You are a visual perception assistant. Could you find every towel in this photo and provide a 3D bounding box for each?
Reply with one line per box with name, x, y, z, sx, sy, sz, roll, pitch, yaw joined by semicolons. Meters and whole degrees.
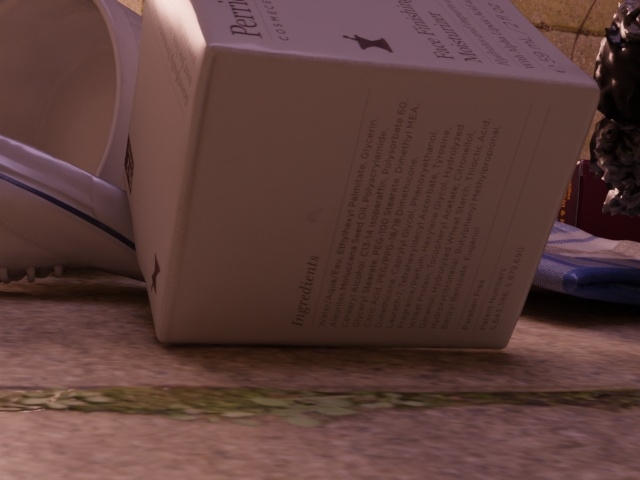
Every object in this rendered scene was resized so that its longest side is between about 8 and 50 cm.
towel;0.141;-0.005;0.813;0.209;0.034;0.285;7;11;-39

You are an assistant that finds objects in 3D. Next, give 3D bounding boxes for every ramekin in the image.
ramekin;-0.181;-0.081;0.787;0.207;0.207;0.109;7;-3;34

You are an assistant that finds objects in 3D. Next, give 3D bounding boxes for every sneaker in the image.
sneaker;-0.187;-0.012;0.631;0.258;0.091;0.094;25;-6;-14

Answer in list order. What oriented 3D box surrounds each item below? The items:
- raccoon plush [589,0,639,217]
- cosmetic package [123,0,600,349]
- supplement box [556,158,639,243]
raccoon plush;0.368;-0.133;0.667;0.299;0.446;0.216;21;-7;39
cosmetic package;0.007;-0.049;0.547;0.184;0.151;0.151;3;32;-19
supplement box;0.214;-0.025;1.021;0.081;0.104;0.188;3;5;-24
